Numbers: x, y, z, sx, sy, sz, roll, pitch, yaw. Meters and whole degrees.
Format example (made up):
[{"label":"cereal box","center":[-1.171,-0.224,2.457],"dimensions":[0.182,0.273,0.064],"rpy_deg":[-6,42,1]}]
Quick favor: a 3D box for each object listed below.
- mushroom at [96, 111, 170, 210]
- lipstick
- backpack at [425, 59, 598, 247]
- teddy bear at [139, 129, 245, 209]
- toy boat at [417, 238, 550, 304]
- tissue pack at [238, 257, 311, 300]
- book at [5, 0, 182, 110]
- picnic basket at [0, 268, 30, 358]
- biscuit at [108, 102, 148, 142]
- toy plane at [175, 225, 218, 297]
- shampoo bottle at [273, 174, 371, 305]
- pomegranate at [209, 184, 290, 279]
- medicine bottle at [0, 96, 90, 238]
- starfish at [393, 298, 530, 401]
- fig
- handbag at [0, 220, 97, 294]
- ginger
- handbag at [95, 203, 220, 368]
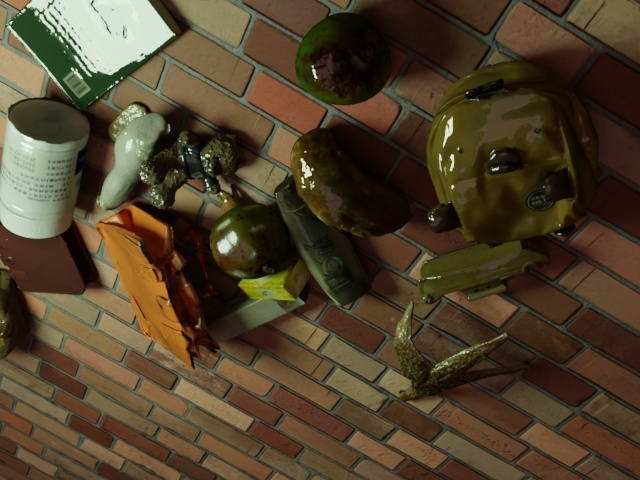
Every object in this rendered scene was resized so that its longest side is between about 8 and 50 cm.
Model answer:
[{"label":"mushroom","center":[-0.470,-0.189,1.620],"dimensions":[0.097,0.109,0.351],"rpy_deg":[46,133,5]},{"label":"lipstick","center":[-0.195,0.193,1.811],"dimensions":[0.372,0.076,0.080],"rpy_deg":[-27,120,31]},{"label":"backpack","center":[0.372,-0.162,1.311],"dimensions":[0.354,0.201,0.378],"rpy_deg":[-17,120,22]},{"label":"teddy bear","center":[-0.313,-0.189,1.566],"dimensions":[0.252,0.129,0.182],"rpy_deg":[-18,144,0]},{"label":"toy boat","center":[0.382,0.077,1.540],"dimensions":[0.321,0.089,0.121],"rpy_deg":[-20,124,29]},{"label":"tissue pack","center":[-0.118,0.098,1.675],"dimensions":[0.176,0.095,0.062],"rpy_deg":[-3,135,45]},{"label":"book","center":[-0.523,-0.484,1.486],"dimensions":[0.371,0.043,0.260],"rpy_deg":[-24,115,31]},{"label":"picnic basket","center":[-1.106,0.263,2.015],"dimensions":[0.293,0.337,0.337],"rpy_deg":[8,125,13]},{"label":"biscuit","center":[-0.475,-0.285,1.617],"dimensions":[0.147,0.018,0.071],"rpy_deg":[-33,108,35]},{"label":"toy plane","center":[-0.323,0.052,1.716],"dimensions":[0.126,0.194,0.077],"rpy_deg":[8,151,-16]},{"label":"shampoo bottle","center":[0.000,0.000,1.608],"dimensions":[0.126,0.084,0.350],"rpy_deg":[-30,111,1]},{"label":"pomegranate","center":[-0.181,-0.025,1.602],"dimensions":[0.198,0.198,0.245],"rpy_deg":[-14,90,26]},{"label":"medicine bottle","center":[-0.710,-0.176,1.662],"dimensions":[0.190,0.190,0.332],"rpy_deg":[27,127,-1]},{"label":"starfish","center":[0.321,0.314,1.672],"dimensions":[0.384,0.132,0.398],"rpy_deg":[-16,132,20]},{"label":"fig","center":[0.037,-0.358,1.312],"dimensions":[0.191,0.181,0.181],"rpy_deg":[7,129,43]},{"label":"handbag","center":[-0.822,0.043,1.921],"dimensions":[0.276,0.084,0.260],"rpy_deg":[0,126,19]},{"label":"ginger","center":[0.054,-0.106,1.480],"dimensions":[0.321,0.172,0.165],"rpy_deg":[41,165,-15]},{"label":"handbag","center":[-0.435,0.122,1.740],"dimensions":[0.304,0.116,0.410],"rpy_deg":[22,136,47]}]
